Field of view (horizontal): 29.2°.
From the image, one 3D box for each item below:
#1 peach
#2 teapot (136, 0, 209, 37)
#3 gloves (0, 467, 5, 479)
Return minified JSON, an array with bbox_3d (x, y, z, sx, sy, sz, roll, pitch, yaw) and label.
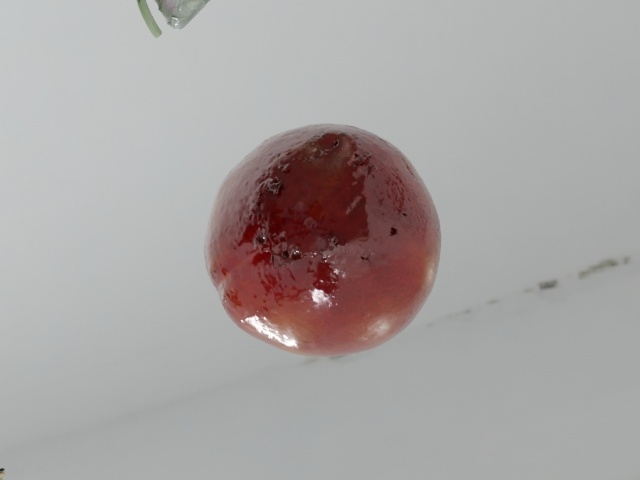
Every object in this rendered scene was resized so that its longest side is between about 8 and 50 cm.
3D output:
[{"bbox_3d":[0.000,0.000,1.768,0.370,0.370,0.370,-12,-147,8],"label":"peach"},{"bbox_3d":[-0.136,-0.226,1.113,0.083,0.064,0.064,-51,-168,-21],"label":"teapot"},{"bbox_3d":[-0.587,0.385,2.002,0.144,0.110,0.094,13,-119,44],"label":"gloves"}]
